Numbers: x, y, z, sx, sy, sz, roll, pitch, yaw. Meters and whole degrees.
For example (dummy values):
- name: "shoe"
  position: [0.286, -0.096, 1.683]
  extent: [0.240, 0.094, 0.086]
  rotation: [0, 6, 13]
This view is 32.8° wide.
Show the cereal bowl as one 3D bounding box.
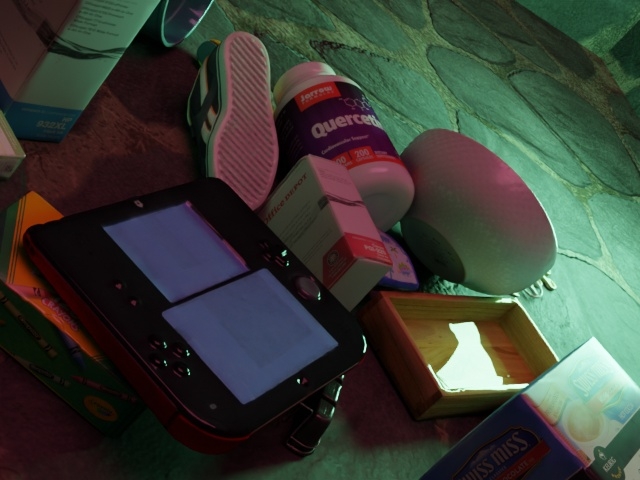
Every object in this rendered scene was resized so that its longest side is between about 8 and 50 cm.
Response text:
- name: "cereal bowl"
  position: [0.247, -0.027, 1.935]
  extent: [0.141, 0.339, 0.339]
  rotation: [-42, 84, -20]

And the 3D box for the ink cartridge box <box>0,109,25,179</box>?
- name: "ink cartridge box"
  position: [-0.510, -0.158, 1.365]
  extent: [0.235, 0.056, 0.171]
  rotation: [2, 49, -53]

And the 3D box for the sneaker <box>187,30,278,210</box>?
- name: "sneaker"
  position: [-0.147, -0.177, 1.793]
  extent: [0.126, 0.127, 0.321]
  rotation: [16, 62, -30]

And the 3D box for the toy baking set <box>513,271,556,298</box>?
- name: "toy baking set"
  position: [0.417, 0.035, 2.292]
  extent: [0.197, 0.030, 0.256]
  rotation: [51, 29, 14]

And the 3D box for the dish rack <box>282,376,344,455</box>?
- name: "dish rack"
  position: [-0.083, 0.142, 1.478]
  extent: [0.271, 0.074, 0.208]
  rotation: [36, 28, -9]

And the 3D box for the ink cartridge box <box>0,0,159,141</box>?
- name: "ink cartridge box"
  position: [-0.372, -0.322, 1.492]
  extent: [0.129, 0.307, 0.223]
  rotation: [3, 47, -49]

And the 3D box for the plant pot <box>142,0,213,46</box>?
- name: "plant pot"
  position: [-0.317, -0.519, 1.907]
  extent: [0.255, 0.271, 0.271]
  rotation: [29, 28, 4]

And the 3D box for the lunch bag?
- name: "lunch bag"
  position: [0.073, 0.033, 1.769]
  extent: [0.129, 0.096, 0.151]
  rotation: [11, 19, -41]

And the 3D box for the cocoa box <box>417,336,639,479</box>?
- name: "cocoa box"
  position: [0.348, 0.326, 1.595]
  extent: [0.228, 0.231, 0.347]
  rotation: [50, 29, 13]

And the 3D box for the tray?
- name: "tray"
  position: [0.253, 0.191, 1.830]
  extent: [0.411, 0.076, 0.203]
  rotation: [5, 46, -47]

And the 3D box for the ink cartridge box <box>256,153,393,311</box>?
- name: "ink cartridge box"
  position: [0.000, 0.000, 1.679]
  extent: [0.092, 0.158, 0.218]
  rotation: [12, 41, -41]

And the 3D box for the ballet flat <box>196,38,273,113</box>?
- name: "ballet flat"
  position: [-0.141, -0.275, 1.975]
  extent: [0.231, 0.077, 0.077]
  rotation: [53, 14, 23]

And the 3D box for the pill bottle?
- name: "pill bottle"
  position: [0.027, -0.164, 1.913]
  extent: [0.181, 0.181, 0.323]
  rotation: [13, 40, -43]

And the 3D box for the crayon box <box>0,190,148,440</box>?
- name: "crayon box"
  position: [-0.293, 0.084, 1.277]
  extent: [0.278, 0.081, 0.165]
  rotation: [41, 29, -4]

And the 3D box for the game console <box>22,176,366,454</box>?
- name: "game console"
  position: [-0.133, 0.071, 1.339]
  extent: [0.342, 0.060, 0.386]
  rotation: [50, 30, 11]
